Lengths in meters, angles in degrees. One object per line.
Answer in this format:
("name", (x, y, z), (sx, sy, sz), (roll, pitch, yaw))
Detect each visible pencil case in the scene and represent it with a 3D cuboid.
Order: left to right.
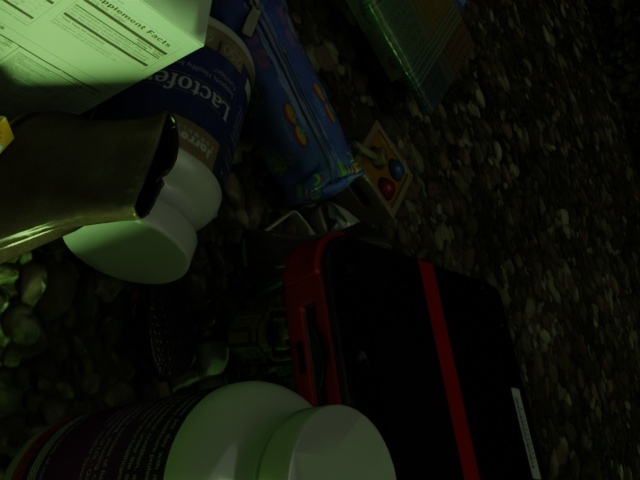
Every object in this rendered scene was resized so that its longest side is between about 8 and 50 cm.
("pencil case", (-0.052, -0.190, 1.034), (0.119, 0.133, 0.306), (-26, 100, -11))

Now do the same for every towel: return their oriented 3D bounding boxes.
("towel", (0.132, -0.421, 1.334), (0.370, 0.040, 0.271), (58, 41, -22))

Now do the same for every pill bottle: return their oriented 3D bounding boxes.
("pill bottle", (-0.165, -0.098, 0.837), (0.153, 0.153, 0.264), (38, 49, -37))
("pill bottle", (-0.105, 0.214, 0.646), (0.181, 0.323, 0.181), (24, 58, -45))

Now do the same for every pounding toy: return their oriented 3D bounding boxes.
("pounding toy", (0.068, -0.106, 1.180), (0.141, 0.100, 0.130), (54, 40, -23))

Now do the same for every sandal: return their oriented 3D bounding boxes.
("sandal", (-0.176, 0.069, 0.860), (0.067, 0.040, 0.179), (23, 44, -52))

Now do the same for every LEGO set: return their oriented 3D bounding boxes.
("LEGO set", (0.040, 0.206, 0.900), (0.255, 0.192, 0.331), (13, 73, -41))

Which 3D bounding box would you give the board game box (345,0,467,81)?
("board game box", (0.126, -0.493, 1.439), (0.318, 0.066, 0.318), (56, 40, -21))

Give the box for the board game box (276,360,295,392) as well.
("board game box", (0.027, 0.153, 1.078), (0.136, 0.035, 0.201), (59, 39, -16))

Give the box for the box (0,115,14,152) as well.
("box", (-0.332, -0.081, 0.657), (0.028, 0.136, 0.081), (85, 25, -48))

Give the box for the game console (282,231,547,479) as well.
("game console", (0.114, 0.191, 0.821), (0.342, 0.060, 0.386), (19, 53, -43))

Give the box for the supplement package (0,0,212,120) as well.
("supplement package", (-0.246, -0.246, 0.701), (0.198, 0.263, 0.199), (31, 54, -42))

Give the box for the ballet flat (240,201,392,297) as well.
("ballet flat", (0.000, 0.000, 1.063), (0.280, 0.095, 0.096), (-11, 76, -53))

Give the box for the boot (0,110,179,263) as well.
("boot", (-0.243, -0.023, 0.656), (0.090, 0.207, 0.248), (70, 27, -43))
